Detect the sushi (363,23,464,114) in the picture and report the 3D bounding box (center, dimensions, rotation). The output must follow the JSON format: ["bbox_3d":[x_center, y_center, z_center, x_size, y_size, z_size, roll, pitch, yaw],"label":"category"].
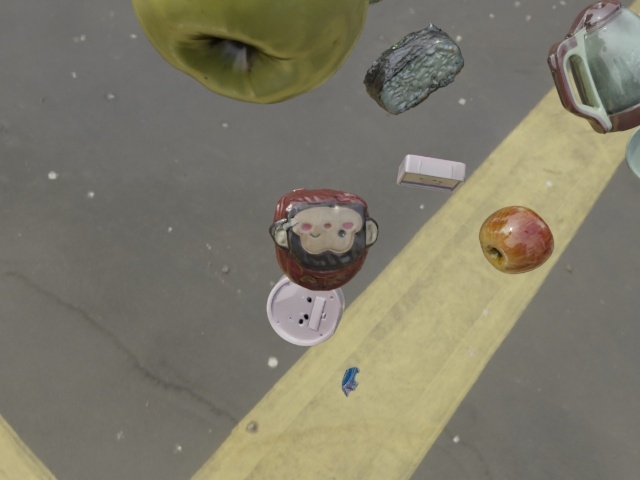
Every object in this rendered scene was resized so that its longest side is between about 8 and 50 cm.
[{"bbox_3d":[0.209,-0.397,1.570,0.225,0.124,0.127,-35,43,6],"label":"sushi"}]

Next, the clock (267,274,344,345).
[{"bbox_3d":[-0.038,0.172,1.776,0.196,0.197,0.068,23,18,2],"label":"clock"}]

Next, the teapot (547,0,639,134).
[{"bbox_3d":[0.733,-0.445,1.761,0.315,0.233,0.312,-38,105,-16],"label":"teapot"}]

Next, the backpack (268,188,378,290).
[{"bbox_3d":[0.000,0.001,1.406,0.229,0.229,0.139,9,20,-11],"label":"backpack"}]

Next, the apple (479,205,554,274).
[{"bbox_3d":[0.402,0.000,1.407,0.130,0.146,0.146,-30,65,-12],"label":"apple"}]

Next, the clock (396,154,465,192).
[{"bbox_3d":[0.357,-0.214,2.196,0.197,0.150,0.063,8,78,-2],"label":"clock"}]

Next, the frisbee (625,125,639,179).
[{"bbox_3d":[0.521,-0.136,1.030,0.110,0.110,0.014,26,26,4],"label":"frisbee"}]

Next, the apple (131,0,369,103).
[{"bbox_3d":[-0.070,-0.276,0.704,0.262,0.262,0.262,9,50,-11],"label":"apple"}]

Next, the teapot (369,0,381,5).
[{"bbox_3d":[0.024,-0.484,1.358,0.183,0.251,0.183,31,21,-13],"label":"teapot"}]

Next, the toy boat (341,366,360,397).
[{"bbox_3d":[0.069,0.321,1.536,0.038,0.038,0.083,25,41,3],"label":"toy boat"}]
